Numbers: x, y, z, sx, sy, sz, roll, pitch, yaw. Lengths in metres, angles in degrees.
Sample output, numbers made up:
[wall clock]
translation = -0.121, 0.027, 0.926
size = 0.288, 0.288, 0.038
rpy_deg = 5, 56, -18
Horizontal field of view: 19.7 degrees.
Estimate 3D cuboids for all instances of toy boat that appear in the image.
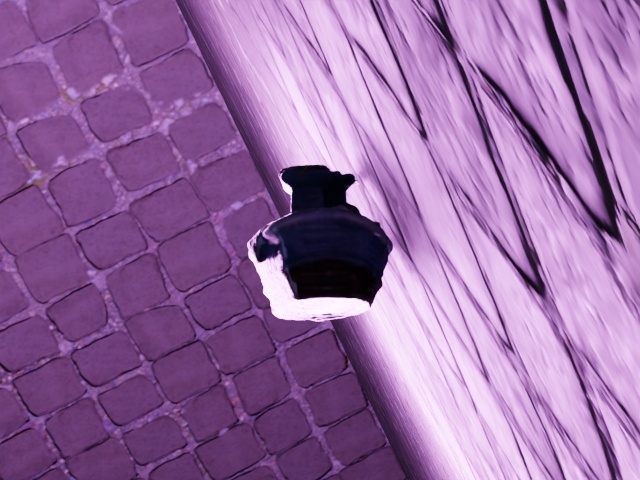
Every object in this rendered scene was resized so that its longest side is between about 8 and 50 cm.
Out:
[toy boat]
translation = 0.000, 0.000, 0.765
size = 0.137, 0.060, 0.061
rpy_deg = 71, -163, -82
